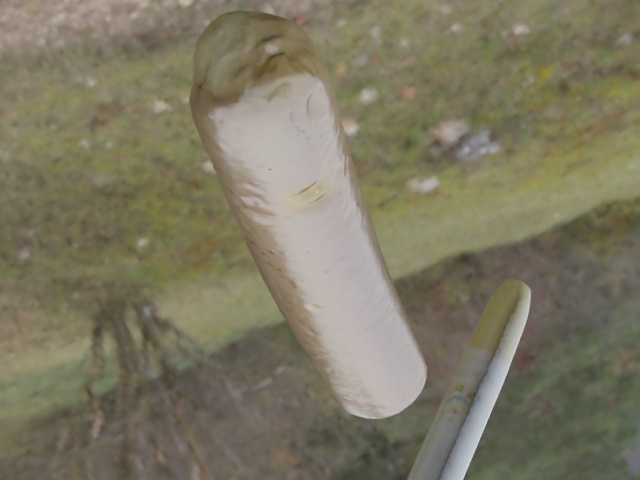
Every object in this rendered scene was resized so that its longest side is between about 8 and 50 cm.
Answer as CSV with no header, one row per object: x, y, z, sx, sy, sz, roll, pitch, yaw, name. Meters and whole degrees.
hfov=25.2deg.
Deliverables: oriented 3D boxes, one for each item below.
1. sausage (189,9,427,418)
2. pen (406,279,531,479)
-0.002,0.000,0.666,0.066,0.066,0.301,-27,146,-5,sausage
0.071,0.125,0.856,0.233,0.040,0.032,-65,160,-18,pen
